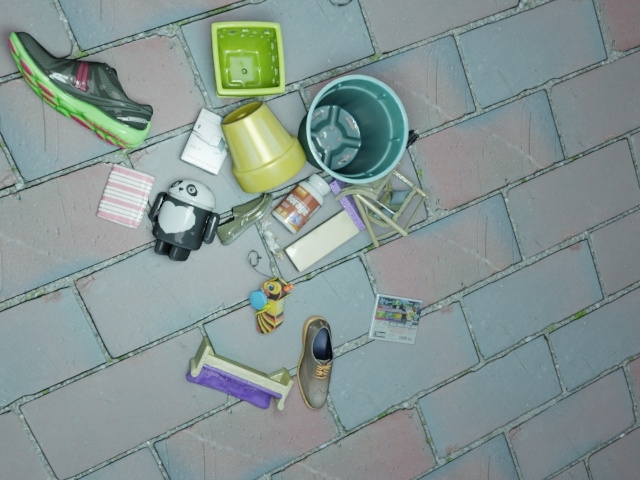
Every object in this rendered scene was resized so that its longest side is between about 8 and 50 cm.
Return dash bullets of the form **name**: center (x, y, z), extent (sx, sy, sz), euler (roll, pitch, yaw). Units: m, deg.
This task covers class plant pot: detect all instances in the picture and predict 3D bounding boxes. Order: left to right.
- **plant pot**: center (-0.254, -0.592, 1.806), extent (0.227, 0.207, 0.228), euler (-6, 97, -15)
- **plant pot**: center (-0.208, -0.324, 1.795), extent (0.254, 0.254, 0.239), euler (-34, 120, -10)
- **plant pot**: center (0.077, -0.368, 1.855), extent (0.341, 0.334, 0.340), euler (-2, 96, -16)

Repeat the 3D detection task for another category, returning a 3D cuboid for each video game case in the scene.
- **video game case**: center (0.301, 0.315, 2.152), extent (0.202, 0.023, 0.183), euler (10, 93, -15)

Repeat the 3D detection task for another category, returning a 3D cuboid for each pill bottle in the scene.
- **pill bottle**: center (-0.066, -0.137, 1.951), extent (0.121, 0.121, 0.216), euler (44, 84, -15)

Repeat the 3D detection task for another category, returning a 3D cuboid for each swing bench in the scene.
- **swing bench**: center (0.228, -0.159, 1.948), extent (0.254, 0.165, 0.253), euler (50, 47, -15)

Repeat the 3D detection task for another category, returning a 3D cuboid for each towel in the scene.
- **towel**: center (-0.665, -0.152, 1.837), extent (0.144, 0.029, 0.196), euler (19, 88, -16)

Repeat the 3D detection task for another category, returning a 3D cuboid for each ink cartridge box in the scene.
- **ink cartridge box**: center (-0.387, -0.339, 1.863), extent (0.140, 0.082, 0.190), euler (23, 87, -18)

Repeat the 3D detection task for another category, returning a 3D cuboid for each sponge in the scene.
- **sponge**: center (0.109, -0.147, 2.002), extent (0.031, 0.117, 0.210), euler (-29, 104, 22)

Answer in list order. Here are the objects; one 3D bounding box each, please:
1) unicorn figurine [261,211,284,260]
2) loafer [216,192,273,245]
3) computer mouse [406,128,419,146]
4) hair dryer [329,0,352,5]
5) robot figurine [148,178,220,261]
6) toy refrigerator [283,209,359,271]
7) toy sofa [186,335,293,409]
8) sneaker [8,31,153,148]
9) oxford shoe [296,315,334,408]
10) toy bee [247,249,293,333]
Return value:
- **unicorn figurine**: center (-0.180, -0.008, 1.953), extent (0.060, 0.111, 0.161), euler (-14, 114, -23)
- **loafer**: center (-0.275, -0.091, 1.913), extent (0.251, 0.094, 0.087), euler (-43, 109, -7)
- **computer mouse**: center (0.247, -0.442, 2.029), extent (0.188, 0.072, 0.272), euler (-41, 104, -7)
- **hair dryer**: center (0.116, -1.014, 1.946), extent (0.294, 0.080, 0.223), euler (-34, 119, -4)
- **robot figurine**: center (-0.465, -0.071, 1.821), extent (0.209, 0.174, 0.278), euler (21, 91, -24)
- **toy refrigerator**: center (0.000, 0.000, 2.001), extent (0.270, 0.094, 0.102), euler (-35, 97, -10)
- **toy sofa**: center (-0.296, 0.504, 1.943), extent (0.363, 0.150, 0.177), euler (27, 87, -16)
- **sneaker**: center (-0.758, -0.494, 1.720), extent (0.483, 0.185, 0.202), euler (37, 68, -19)
- **oxford shoe**: center (-0.014, 0.476, 2.025), extent (0.130, 0.133, 0.363), euler (-3, 97, -15)
- **toy bee**: center (-0.174, 0.202, 1.921), extent (0.195, 0.162, 0.298), euler (-53, 135, -42)
